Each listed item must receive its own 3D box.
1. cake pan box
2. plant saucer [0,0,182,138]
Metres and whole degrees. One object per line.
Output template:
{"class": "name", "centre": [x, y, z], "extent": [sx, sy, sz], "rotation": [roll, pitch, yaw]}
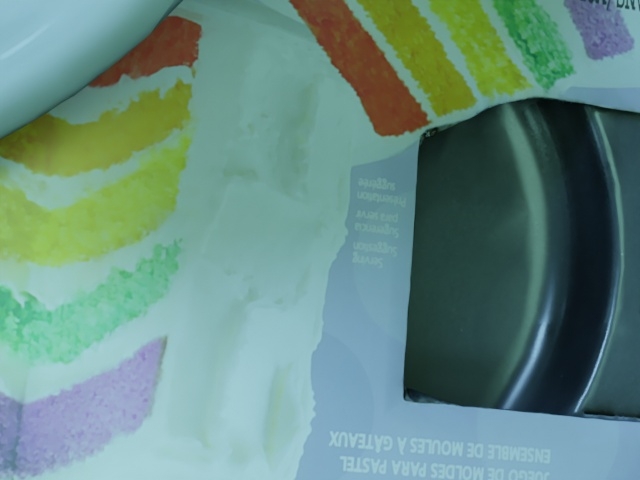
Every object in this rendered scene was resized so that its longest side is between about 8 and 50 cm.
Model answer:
{"class": "cake pan box", "centre": [0.000, 0.000, 0.461], "extent": [0.266, 0.070, 0.246], "rotation": [9, 83, -17]}
{"class": "plant saucer", "centre": [-0.181, -0.197, 0.307], "extent": [0.400, 0.100, 0.400], "rotation": [0, 124, 0]}
